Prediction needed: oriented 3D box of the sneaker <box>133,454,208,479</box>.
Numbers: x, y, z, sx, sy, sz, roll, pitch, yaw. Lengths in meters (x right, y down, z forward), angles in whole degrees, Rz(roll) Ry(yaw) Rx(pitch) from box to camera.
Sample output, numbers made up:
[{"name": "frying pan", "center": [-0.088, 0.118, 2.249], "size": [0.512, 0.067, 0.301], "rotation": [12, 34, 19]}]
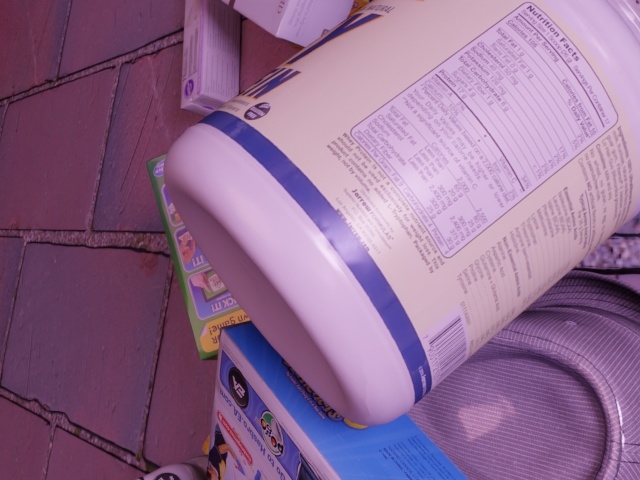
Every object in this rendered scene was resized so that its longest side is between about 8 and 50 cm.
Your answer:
[{"name": "sneaker", "center": [-0.233, 0.382, 0.994], "size": [0.122, 0.146, 0.330], "rotation": [57, 136, 41]}]

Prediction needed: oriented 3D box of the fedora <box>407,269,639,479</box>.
[{"name": "fedora", "center": [0.154, 0.136, 0.615], "size": [0.275, 0.124, 0.243], "rotation": [14, 90, 52]}]

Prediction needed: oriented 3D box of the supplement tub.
[{"name": "supplement tub", "center": [0.082, -0.056, 0.573], "size": [0.325, 0.235, 0.235], "rotation": [-38, 38, -14]}]

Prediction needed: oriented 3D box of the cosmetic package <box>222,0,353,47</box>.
[{"name": "cosmetic package", "center": [-0.052, -0.320, 0.991], "size": [0.231, 0.085, 0.117], "rotation": [44, 116, 49]}]

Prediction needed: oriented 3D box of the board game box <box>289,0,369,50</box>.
[{"name": "board game box", "center": [0.002, -0.359, 1.030], "size": [0.124, 0.039, 0.259], "rotation": [-28, 62, 45]}]

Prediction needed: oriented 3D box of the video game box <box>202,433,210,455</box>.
[{"name": "video game box", "center": [-0.043, 0.232, 0.899], "size": [0.205, 0.048, 0.187], "rotation": [-57, 44, 24]}]

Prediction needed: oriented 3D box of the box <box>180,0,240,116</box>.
[{"name": "box", "center": [-0.158, -0.340, 1.197], "size": [0.063, 0.067, 0.324], "rotation": [-20, 65, 48]}]

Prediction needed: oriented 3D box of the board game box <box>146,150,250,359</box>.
[{"name": "board game box", "center": [0.000, -0.035, 0.778], "size": [0.317, 0.046, 0.213], "rotation": [-22, 76, 18]}]

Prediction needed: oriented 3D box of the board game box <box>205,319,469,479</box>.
[{"name": "board game box", "center": [0.012, 0.265, 0.652], "size": [0.308, 0.086, 0.302], "rotation": [43, 135, 43]}]
